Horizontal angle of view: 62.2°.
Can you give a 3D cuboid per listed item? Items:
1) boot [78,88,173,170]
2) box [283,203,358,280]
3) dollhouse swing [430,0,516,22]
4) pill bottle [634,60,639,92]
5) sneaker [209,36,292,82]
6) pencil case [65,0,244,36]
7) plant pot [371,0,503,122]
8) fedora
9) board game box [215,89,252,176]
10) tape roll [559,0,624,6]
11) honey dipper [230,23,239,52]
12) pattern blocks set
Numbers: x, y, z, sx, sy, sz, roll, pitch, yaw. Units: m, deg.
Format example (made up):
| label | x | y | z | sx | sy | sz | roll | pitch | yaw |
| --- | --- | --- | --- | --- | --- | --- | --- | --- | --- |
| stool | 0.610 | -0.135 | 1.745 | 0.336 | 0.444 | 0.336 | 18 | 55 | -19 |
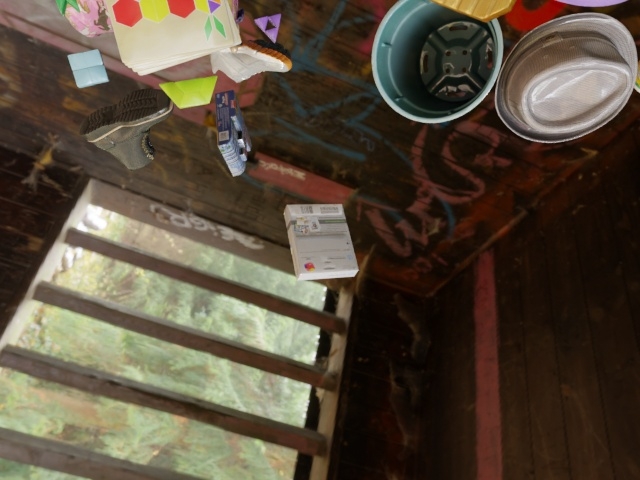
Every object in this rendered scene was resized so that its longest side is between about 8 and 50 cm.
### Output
| label | x | y | z | sx | sy | sz | roll | pitch | yaw |
| --- | --- | --- | --- | --- | --- | --- | --- | --- | --- |
| boot | -0.330 | -0.203 | 1.003 | 0.137 | 0.197 | 0.077 | 48 | 40 | -52 |
| box | 0.000 | 0.000 | 1.261 | 0.038 | 0.145 | 0.186 | 117 | -35 | -55 |
| dollhouse swing | 0.287 | -0.671 | 1.037 | 0.305 | 0.347 | 0.315 | -56 | 152 | 7 |
| pill bottle | 0.958 | -0.499 | 1.451 | 0.208 | 0.117 | 0.118 | 91 | 14 | -71 |
| sneaker | -0.195 | -0.493 | 1.478 | 0.099 | 0.262 | 0.121 | -47 | 151 | -46 |
| pencil case | -0.362 | -0.530 | 1.144 | 0.167 | 0.386 | 0.160 | 37 | 55 | -73 |
| plant pot | 0.359 | -0.516 | 1.516 | 0.334 | 0.341 | 0.341 | -30 | 149 | -62 |
| fedora | 0.480 | -0.293 | 1.009 | 0.124 | 0.275 | 0.244 | -78 | 156 | -62 |
| board game box | -0.247 | -0.296 | 1.547 | 0.194 | 0.060 | 0.194 | 71 | 9 | -62 |
| tape roll | 0.289 | -0.350 | 0.564 | 0.080 | 0.188 | 0.189 | 100 | 4 | -69 |
| honey dipper | -0.203 | -0.474 | 1.242 | 0.161 | 0.030 | 0.030 | -105 | -145 | -51 |
| pattern blocks set | -0.220 | -0.344 | 0.794 | 0.026 | 0.324 | 0.286 | -150 | -125 | -74 |
